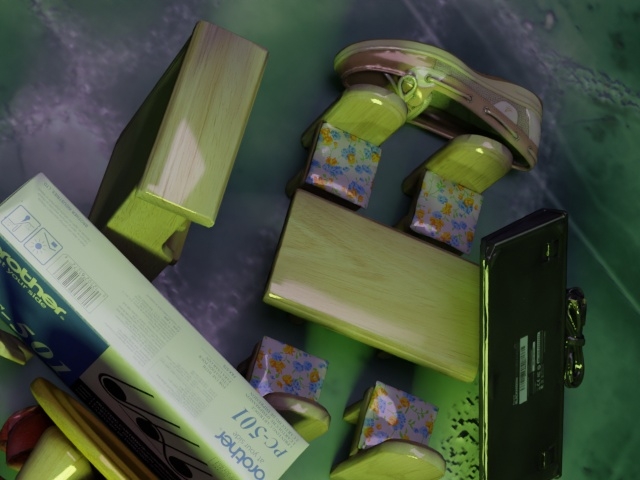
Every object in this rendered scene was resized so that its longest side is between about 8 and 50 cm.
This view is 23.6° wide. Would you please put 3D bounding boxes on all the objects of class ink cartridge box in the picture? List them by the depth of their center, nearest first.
[{"bbox_3d":[-0.108,0.064,0.848,0.207,0.097,0.046,46,61,-2],"label":"ink cartridge box"}]

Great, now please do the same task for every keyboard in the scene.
[{"bbox_3d":[0.127,0.071,0.931,0.108,0.023,0.180,-20,118,-41],"label":"keyboard"}]

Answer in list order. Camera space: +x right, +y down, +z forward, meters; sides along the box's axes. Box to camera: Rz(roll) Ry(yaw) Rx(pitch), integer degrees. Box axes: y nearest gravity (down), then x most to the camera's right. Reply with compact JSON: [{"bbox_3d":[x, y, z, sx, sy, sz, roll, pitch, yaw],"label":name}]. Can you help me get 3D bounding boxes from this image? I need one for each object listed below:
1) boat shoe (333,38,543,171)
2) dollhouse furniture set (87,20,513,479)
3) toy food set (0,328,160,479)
[{"bbox_3d":[0.079,-0.089,1.009,0.153,0.056,0.048,19,60,-24],"label":"boat shoe"},{"bbox_3d":[0.000,0.000,0.880,0.242,0.161,0.212,23,64,-14],"label":"dollhouse furniture set"},{"bbox_3d":[-0.124,0.144,0.812,0.071,0.128,0.218,-44,92,-7],"label":"toy food set"}]
